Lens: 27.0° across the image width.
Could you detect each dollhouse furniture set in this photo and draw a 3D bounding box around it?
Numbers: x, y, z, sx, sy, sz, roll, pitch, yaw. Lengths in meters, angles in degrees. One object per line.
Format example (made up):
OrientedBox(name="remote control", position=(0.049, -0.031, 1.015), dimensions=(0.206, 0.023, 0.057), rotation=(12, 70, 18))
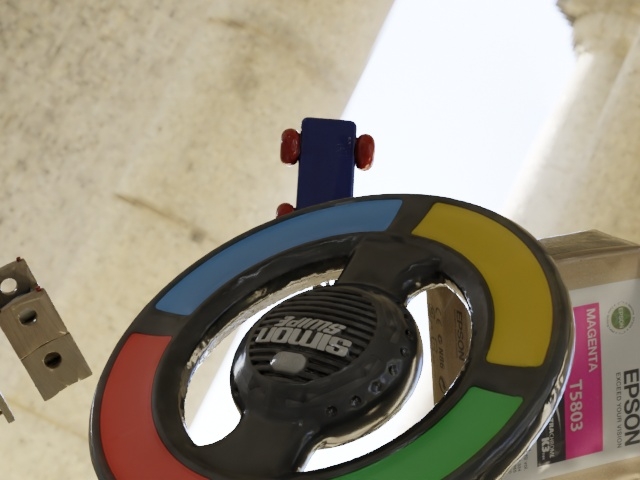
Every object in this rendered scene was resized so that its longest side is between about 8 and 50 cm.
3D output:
OrientedBox(name="dollhouse furniture set", position=(-0.390, 0.131, 1.563), dimensions=(0.129, 0.183, 0.129), rotation=(34, -29, 61))

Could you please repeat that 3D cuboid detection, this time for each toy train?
OrientedBox(name="toy train", position=(0.000, 0.000, 1.498), dimensions=(0.105, 0.248, 0.143), rotation=(4, -16, -2))

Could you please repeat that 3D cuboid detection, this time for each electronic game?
OrientedBox(name="electronic game", position=(0.002, 0.055, 0.609), dimensions=(0.229, 0.229, 0.048), rotation=(15, -41, 40))

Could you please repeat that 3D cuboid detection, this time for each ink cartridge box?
OrientedBox(name="ink cartridge box", position=(0.204, 0.121, 1.242), dimensions=(0.193, 0.235, 0.088), rotation=(-10, 13, -19))
